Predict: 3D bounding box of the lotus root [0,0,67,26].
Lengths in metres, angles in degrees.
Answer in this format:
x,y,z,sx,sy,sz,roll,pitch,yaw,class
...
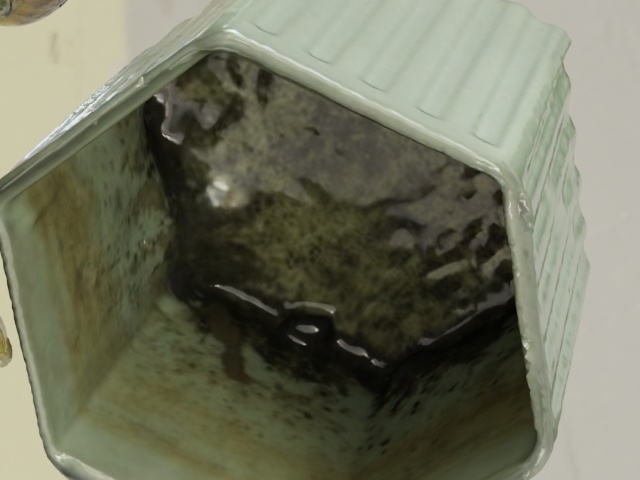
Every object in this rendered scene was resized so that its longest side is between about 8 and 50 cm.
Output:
x,y,z,sx,sy,sz,roll,pitch,yaw,class
-0.220,-0.230,1.319,0.120,0.120,0.209,-55,-162,37,lotus root

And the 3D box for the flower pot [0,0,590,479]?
x,y,z,sx,sy,sz,roll,pitch,yaw,class
0.000,0.000,0.750,0.189,0.209,0.239,-59,143,-64,flower pot

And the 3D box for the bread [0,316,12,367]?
x,y,z,sx,sy,sz,roll,pitch,yaw,class
-0.201,0.002,0.656,0.138,0.102,0.196,51,-7,19,bread
